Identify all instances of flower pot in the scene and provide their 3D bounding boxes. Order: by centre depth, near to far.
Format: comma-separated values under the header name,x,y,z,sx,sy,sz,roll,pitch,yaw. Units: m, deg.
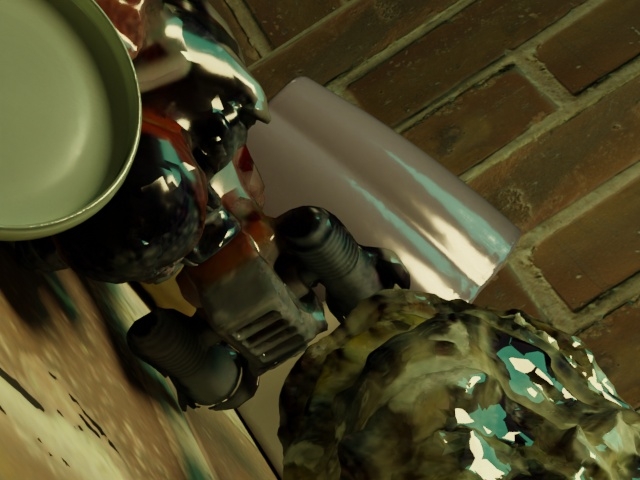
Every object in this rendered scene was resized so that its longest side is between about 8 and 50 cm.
name,x,y,z,sx,sy,sz,roll,pitch,yaw
flower pot,0.000,0.000,1.202,0.243,0.265,0.265,43,1,-4

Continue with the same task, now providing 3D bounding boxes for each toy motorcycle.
name,x,y,z,sx,sy,sz,roll,pitch,yaw
toy motorcycle,-0.060,-0.016,0.617,0.207,0.134,0.401,58,2,40

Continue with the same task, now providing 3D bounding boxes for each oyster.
name,x,y,z,sx,sy,sz,roll,pitch,yaw
oyster,0.073,0.145,0.492,0.158,0.162,0.351,60,9,-29

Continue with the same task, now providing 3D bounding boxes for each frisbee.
name,x,y,z,sx,sy,sz,roll,pitch,yaw
frisbee,-0.110,-0.051,0.444,0.110,0.110,0.014,57,-39,1

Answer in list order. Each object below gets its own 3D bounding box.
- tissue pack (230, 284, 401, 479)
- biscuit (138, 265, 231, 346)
name,x,y,z,sx,sy,sz,roll,pitch,yaw
tissue pack,0.058,0.160,0.924,0.246,0.136,0.159,56,0,9
biscuit,-0.143,-0.080,0.821,0.290,0.062,0.237,55,2,-43
